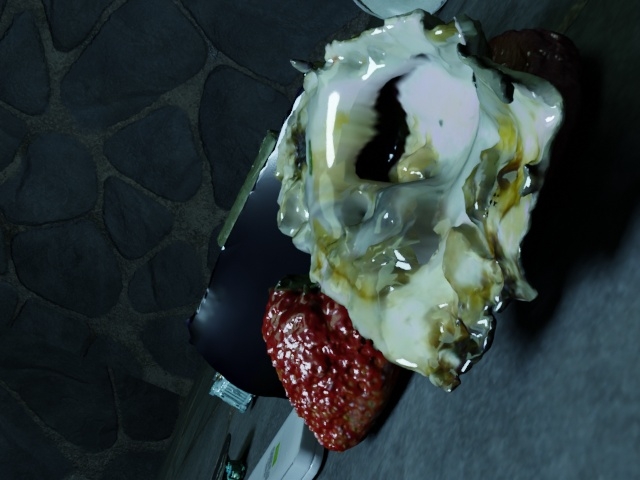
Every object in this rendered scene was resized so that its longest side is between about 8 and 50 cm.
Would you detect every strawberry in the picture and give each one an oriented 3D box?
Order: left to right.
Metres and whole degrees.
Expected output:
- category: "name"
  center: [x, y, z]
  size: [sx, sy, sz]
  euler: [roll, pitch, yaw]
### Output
- category: "strawberry"
  center: [0.020, 0.088, 0.554]
  size: [0.131, 0.148, 0.131]
  euler: [-26, -7, -3]

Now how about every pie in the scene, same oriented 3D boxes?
- category: "pie"
  center: [0.125, -0.069, 0.480]
  size: [0.182, 0.050, 0.182]
  euler: [-162, 90, -80]

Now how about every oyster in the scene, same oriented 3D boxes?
- category: "oyster"
  center: [0.053, -0.049, 0.442]
  size: [0.354, 0.107, 0.201]
  euler: [-142, 55, -60]

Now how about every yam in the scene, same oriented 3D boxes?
- category: "yam"
  center: [-0.096, -0.076, 1.467]
  size: [0.300, 0.195, 0.195]
  euler: [-64, 8, 12]

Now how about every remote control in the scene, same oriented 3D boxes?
- category: "remote control"
  center: [-0.056, 0.274, 0.726]
  size: [0.103, 0.034, 0.250]
  euler: [-79, 14, -58]

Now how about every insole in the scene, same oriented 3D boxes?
- category: "insole"
  center: [-0.196, 0.474, 1.040]
  size: [0.119, 0.009, 0.348]
  euler: [154, 134, -81]

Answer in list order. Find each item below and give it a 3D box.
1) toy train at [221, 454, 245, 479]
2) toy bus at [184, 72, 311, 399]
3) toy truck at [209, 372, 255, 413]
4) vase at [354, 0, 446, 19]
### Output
- category: "toy train"
  center: [-0.138, 0.364, 1.026]
  size: [0.092, 0.029, 0.045]
  euler: [160, 126, -77]
- category: "toy bus"
  center: [0.000, 0.000, 0.731]
  size: [0.386, 0.171, 0.162]
  euler: [-59, -7, 32]
- category: "toy truck"
  center: [-0.146, 0.245, 1.256]
  size: [0.115, 0.080, 0.177]
  euler: [-56, 7, 3]
- category: "vase"
  center: [0.140, -0.551, 1.197]
  size: [0.445, 0.250, 0.249]
  euler: [-85, 20, -53]
